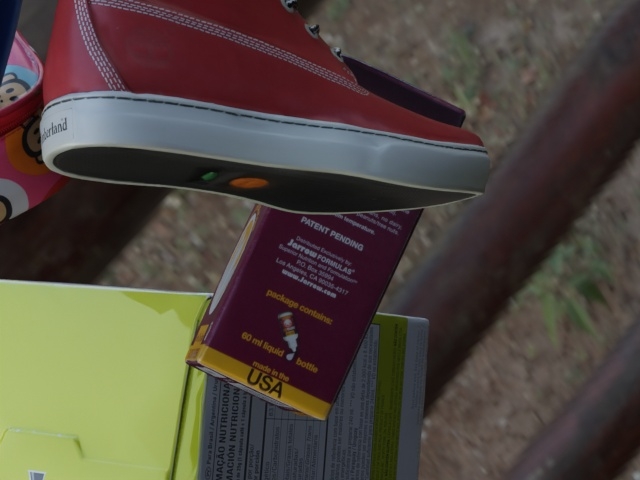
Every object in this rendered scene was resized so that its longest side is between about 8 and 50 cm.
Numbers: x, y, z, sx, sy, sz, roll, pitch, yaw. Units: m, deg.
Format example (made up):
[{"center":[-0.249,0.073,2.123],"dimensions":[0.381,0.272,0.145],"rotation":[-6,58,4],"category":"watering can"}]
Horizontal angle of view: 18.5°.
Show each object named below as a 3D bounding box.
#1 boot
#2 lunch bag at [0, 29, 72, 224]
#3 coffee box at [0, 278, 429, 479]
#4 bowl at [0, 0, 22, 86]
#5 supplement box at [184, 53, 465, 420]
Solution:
[{"center":[-0.019,-0.108,0.958],"dimensions":[0.088,0.244,0.176],"rotation":[-20,65,53],"category":"boot"},{"center":[-0.338,-0.089,1.443],"dimensions":[0.258,0.120,0.293],"rotation":[-28,41,-12],"category":"lunch bag"},{"center":[-0.138,0.214,1.750],"dimensions":[0.337,0.334,0.338],"rotation":[2,86,36],"category":"coffee box"},{"center":[-0.276,-0.086,0.987],"dimensions":[0.077,0.391,0.391],"rotation":[22,74,12],"category":"bowl"},{"center":[0.000,0.000,1.105],"dimensions":[0.080,0.104,0.188],"rotation":[25,83,-6],"category":"supplement box"}]
